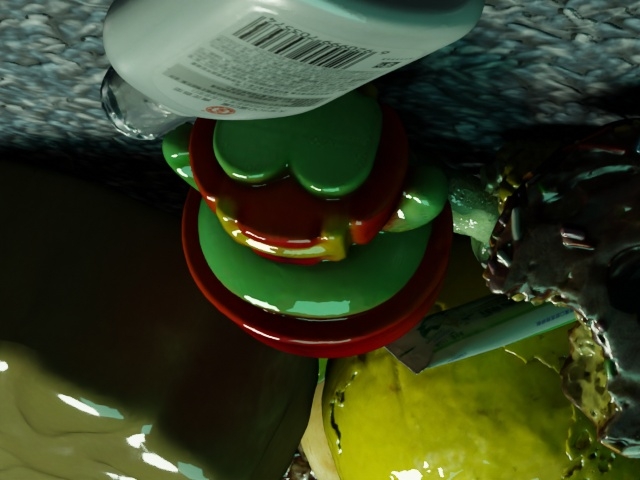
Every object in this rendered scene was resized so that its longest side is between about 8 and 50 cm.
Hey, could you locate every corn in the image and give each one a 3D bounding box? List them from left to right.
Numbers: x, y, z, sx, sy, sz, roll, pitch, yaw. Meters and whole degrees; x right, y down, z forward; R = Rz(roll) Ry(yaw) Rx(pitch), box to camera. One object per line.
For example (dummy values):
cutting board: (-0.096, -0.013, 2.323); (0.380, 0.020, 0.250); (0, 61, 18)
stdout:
corn: (0.212, -0.033, 1.268); (0.207, 0.068, 0.068); (5, 168, -4)

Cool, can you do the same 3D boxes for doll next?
doll: (0.000, -0.001, 1.254); (0.182, 0.160, 0.363); (5, 168, 7)
doll: (0.127, -0.022, 1.341); (0.115, 0.077, 0.150); (18, 168, 47)

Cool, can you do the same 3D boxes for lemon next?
lemon: (0.150, 0.127, 1.534); (0.297, 0.297, 0.297); (3, 168, 1)

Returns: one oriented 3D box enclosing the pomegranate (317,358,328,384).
pomegranate: (-0.039, 0.055, 1.645); (0.122, 0.143, 0.169); (-31, 132, -9)

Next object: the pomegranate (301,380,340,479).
pomegranate: (0.130, 0.188, 1.872); (0.307, 0.307, 0.307); (3, 168, 1)

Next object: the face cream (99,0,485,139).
face cream: (-0.039, -0.108, 0.982); (0.144, 0.071, 0.291); (11, 165, -25)

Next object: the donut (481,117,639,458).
donut: (0.220, 0.017, 1.200); (0.230, 0.216, 0.096); (43, -170, -16)

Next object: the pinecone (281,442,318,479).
pinecone: (-0.012, 0.186, 2.074); (0.184, 0.179, 0.204); (-42, 157, 28)

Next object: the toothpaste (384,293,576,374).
toothpaste: (0.188, 0.038, 1.391); (0.297, 0.048, 0.075); (-19, -158, -17)

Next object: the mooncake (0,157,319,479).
mooncake: (-0.191, 0.109, 1.494); (0.378, 0.201, 0.378); (18, 156, 9)
